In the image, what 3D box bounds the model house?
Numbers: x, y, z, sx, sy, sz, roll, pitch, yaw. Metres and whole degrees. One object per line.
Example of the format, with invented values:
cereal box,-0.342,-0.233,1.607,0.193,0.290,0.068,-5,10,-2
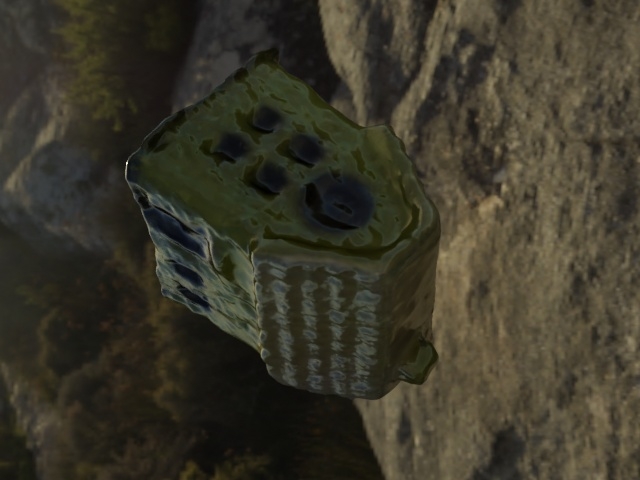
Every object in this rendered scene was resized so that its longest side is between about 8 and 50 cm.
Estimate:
model house,0.000,0.000,0.780,0.234,0.175,0.193,30,148,22
